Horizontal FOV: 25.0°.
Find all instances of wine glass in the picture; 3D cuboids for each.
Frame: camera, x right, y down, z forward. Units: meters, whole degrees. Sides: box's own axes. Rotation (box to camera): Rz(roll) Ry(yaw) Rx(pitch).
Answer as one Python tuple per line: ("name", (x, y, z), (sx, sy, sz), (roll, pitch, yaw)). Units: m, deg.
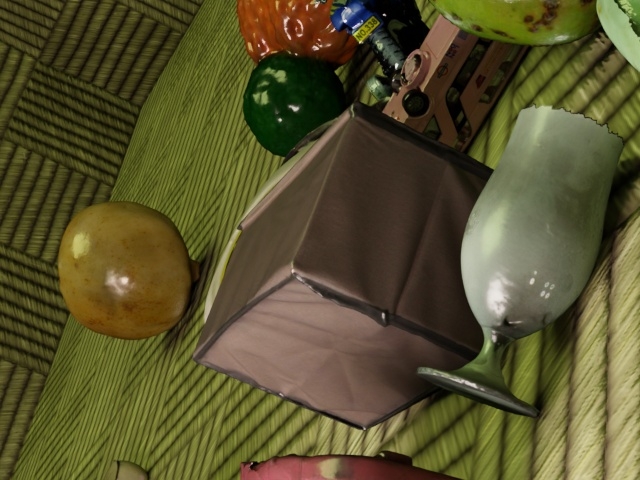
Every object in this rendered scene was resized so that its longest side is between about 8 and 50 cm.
("wine glass", (0.140, 0.012, 0.988), (0.202, 0.093, 0.093), (-70, 15, -8))

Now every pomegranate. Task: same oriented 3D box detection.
("pomegranate", (-0.310, 0.051, 2.288), (0.233, 0.233, 0.233), (-58, 16, 27))
("pomegranate", (0.171, -0.237, 1.131), (0.263, 0.211, 0.211), (68, -145, -59))

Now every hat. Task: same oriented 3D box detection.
("hat", (-0.028, -0.323, 1.846), (0.285, 0.285, 0.400), (136, 144, -56))

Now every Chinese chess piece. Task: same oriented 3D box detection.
("Chinese chess piece", (-0.286, 0.371, 2.038), (0.122, 0.051, 0.122), (-59, 16, 30))

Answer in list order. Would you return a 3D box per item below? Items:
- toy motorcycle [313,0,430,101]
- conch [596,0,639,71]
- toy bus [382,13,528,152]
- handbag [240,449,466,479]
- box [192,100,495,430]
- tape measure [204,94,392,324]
("toy motorcycle", (0.060, -0.233, 1.488), (0.113, 0.169, 0.315), (-40, 12, 14))
("conch", (0.240, -0.146, 0.943), (0.170, 0.079, 0.105), (-104, 32, -44))
("toy bus", (0.133, -0.171, 1.321), (0.203, 0.090, 0.063), (-59, 25, 22))
("handbag", (0.018, 0.216, 0.993), (0.225, 0.146, 0.135), (151, 136, -67))
("box", (0.030, 0.035, 1.163), (0.252, 0.188, 0.153), (-37, 31, 59))
("tape measure", (0.000, 0.000, 1.461), (0.231, 0.133, 0.271), (-11, 54, 64))
